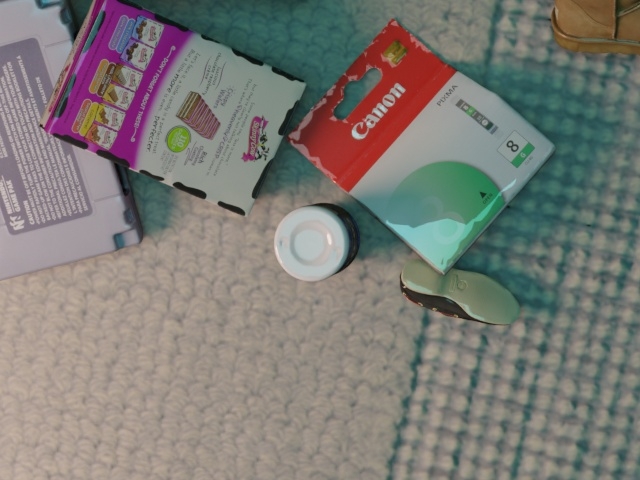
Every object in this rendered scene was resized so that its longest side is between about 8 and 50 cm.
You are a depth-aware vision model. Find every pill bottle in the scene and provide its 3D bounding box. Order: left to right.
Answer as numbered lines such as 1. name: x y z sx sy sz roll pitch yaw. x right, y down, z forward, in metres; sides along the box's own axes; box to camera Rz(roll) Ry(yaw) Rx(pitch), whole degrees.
1. pill bottle: 0.000 0.000 1.832 0.078 0.137 0.078 1 93 8

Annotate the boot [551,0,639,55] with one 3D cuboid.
1. boot: 0.326 -0.285 1.708 0.236 0.269 0.089 -4 57 8

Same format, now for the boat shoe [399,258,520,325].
1. boat shoe: 0.147 0.058 1.865 0.133 0.042 0.049 19 68 5

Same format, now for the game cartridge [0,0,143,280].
1. game cartridge: -0.324 -0.112 1.884 0.196 0.060 0.294 -15 104 5

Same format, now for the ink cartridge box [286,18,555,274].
1. ink cartridge box: 0.104 -0.102 1.842 0.225 0.056 0.181 41 86 3

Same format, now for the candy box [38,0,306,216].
1. candy box: -0.153 -0.142 1.832 0.233 0.071 0.159 24 94 -20
